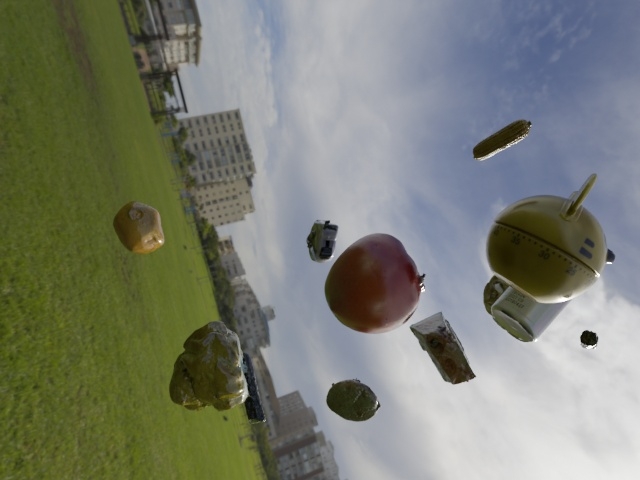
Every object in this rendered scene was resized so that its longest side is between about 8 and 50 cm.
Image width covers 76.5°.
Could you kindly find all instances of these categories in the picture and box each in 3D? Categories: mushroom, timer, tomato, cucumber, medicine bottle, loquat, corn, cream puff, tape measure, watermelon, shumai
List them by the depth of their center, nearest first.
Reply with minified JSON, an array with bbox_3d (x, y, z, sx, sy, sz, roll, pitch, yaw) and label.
[{"bbox_3d":[-0.447,-0.029,1.015,0.137,0.113,0.137,44,-22,22],"label":"loquat"},{"bbox_3d":[0.722,-0.008,1.266,0.387,0.375,0.376,-57,-152,6],"label":"timer"},{"bbox_3d":[0.161,0.144,1.288,0.321,0.321,0.322,165,-90,-75],"label":"tomato"},{"bbox_3d":[0.867,0.324,1.313,0.181,0.053,0.053,32,28,-54],"label":"cucumber"},{"bbox_3d":[0.613,-0.340,1.378,0.207,0.068,0.068,-31,-108,38],"label":"corn"},{"bbox_3d":[-0.399,0.439,1.418,0.323,0.269,0.275,-124,-155,-57],"label":"cream puff"},{"bbox_3d":[0.127,0.573,1.508,0.120,0.201,0.202,-62,148,-60],"label":"shumai"},{"bbox_3d":[0.488,0.438,1.645,0.264,0.151,0.302,61,13,9],"label":"watermelon"},{"bbox_3d":[0.000,0.004,1.662,0.196,0.104,0.179,-168,-96,-74],"label":"tape measure"},{"bbox_3d":[0.908,0.222,1.686,0.213,0.378,0.213,45,-7,7],"label":"medicine bottle"},{"bbox_3d":[-0.312,0.649,1.794,0.081,0.072,0.304,-37,-119,37],"label":"cucumber"},{"bbox_3d":[0.894,0.256,1.973,0.255,0.183,0.255,-166,-90,-88],"label":"mushroom"}]
